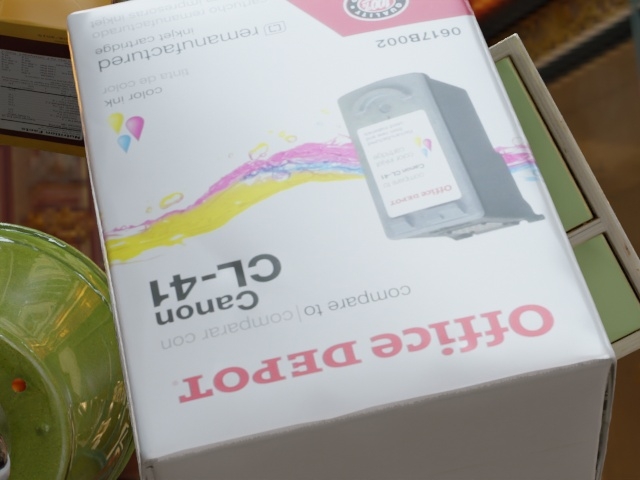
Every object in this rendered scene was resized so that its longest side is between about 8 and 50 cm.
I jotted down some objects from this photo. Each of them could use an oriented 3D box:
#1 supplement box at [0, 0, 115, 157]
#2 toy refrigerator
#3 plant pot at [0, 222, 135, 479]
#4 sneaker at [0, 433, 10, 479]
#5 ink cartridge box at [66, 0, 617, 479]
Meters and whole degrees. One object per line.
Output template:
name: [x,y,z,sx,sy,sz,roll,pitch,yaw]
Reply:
supplement box: [-0.243,-0.207,1.304,0.129,0.191,0.194,8,-29,-8]
toy refrigerator: [0.180,-0.028,1.239,0.102,0.269,0.094,-28,3,10]
plant pot: [-0.359,0.173,1.533,0.366,0.366,0.353,-4,4,-6]
sneaker: [-0.191,0.027,0.645,0.084,0.097,0.234,35,-13,48]
ink cartridge box: [0.000,0.000,0.791,0.226,0.306,0.131,-12,-41,-5]
